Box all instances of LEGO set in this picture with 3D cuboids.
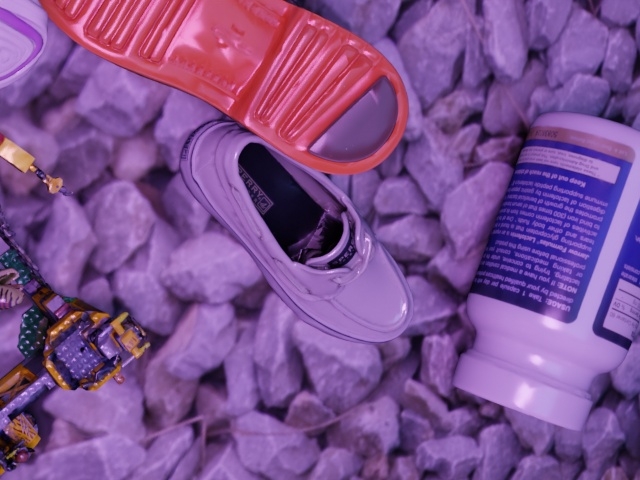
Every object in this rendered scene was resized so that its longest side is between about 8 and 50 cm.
[{"bbox_3d":[-0.253,0.048,0.815,0.255,0.192,0.331,-34,115,-23],"label":"LEGO set"}]

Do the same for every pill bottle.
[{"bbox_3d":[0.222,0.029,1.138,0.153,0.153,0.265,23,86,-33],"label":"pill bottle"}]

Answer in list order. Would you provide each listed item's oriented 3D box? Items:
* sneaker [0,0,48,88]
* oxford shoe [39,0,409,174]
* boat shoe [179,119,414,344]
[{"bbox_3d":[-0.314,-0.168,0.745,0.305,0.152,0.114,8,131,-18],"label":"sneaker"},{"bbox_3d":[-0.105,-0.172,0.924,0.363,0.133,0.130,38,92,-14],"label":"oxford shoe"},{"bbox_3d":[0.000,0.000,1.029,0.096,0.088,0.267,-49,120,-16],"label":"boat shoe"}]
